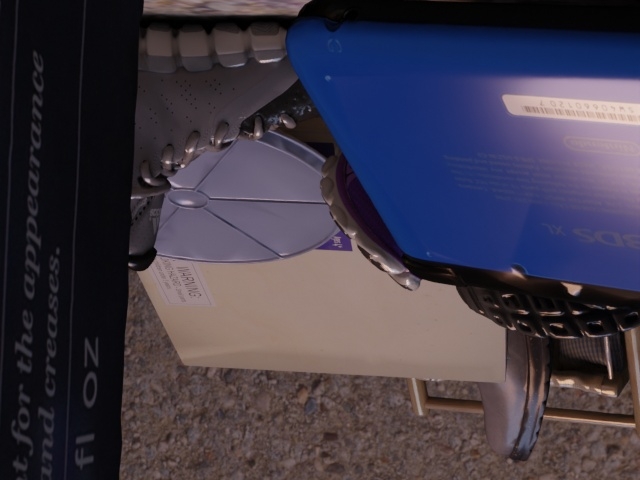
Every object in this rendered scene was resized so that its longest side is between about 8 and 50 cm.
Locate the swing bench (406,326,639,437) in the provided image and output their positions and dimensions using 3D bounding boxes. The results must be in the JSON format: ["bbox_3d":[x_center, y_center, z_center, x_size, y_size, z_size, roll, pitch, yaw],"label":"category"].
[{"bbox_3d":[0.194,0.046,1.546,0.253,0.165,0.254,2,141,25],"label":"swing bench"}]

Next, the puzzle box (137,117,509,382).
[{"bbox_3d":[0.000,0.000,1.145,0.272,0.052,0.409,3,154,8],"label":"puzzle box"}]

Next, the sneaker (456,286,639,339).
[{"bbox_3d":[0.219,-0.018,0.986,0.286,0.109,0.130,-18,-178,17],"label":"sneaker"}]

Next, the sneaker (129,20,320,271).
[{"bbox_3d":[-0.065,-0.048,0.853,0.229,0.132,0.086,3,179,6],"label":"sneaker"}]

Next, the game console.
[{"bbox_3d":[0.176,-0.056,0.711,0.293,0.173,0.250,8,145,36],"label":"game console"}]

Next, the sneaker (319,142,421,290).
[{"bbox_3d":[0.045,-0.047,0.858,0.071,0.170,0.068,-32,124,28],"label":"sneaker"}]

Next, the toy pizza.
[{"bbox_3d":[-0.079,-0.039,0.985,0.201,0.032,0.201,5,155,2],"label":"toy pizza"}]

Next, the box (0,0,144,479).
[{"bbox_3d":[-0.199,0.012,0.263,0.212,0.293,0.395,2,179,16],"label":"box"}]

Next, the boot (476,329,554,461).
[{"bbox_3d":[0.089,0.039,1.377,0.223,0.338,0.118,1,-149,10],"label":"boot"}]
